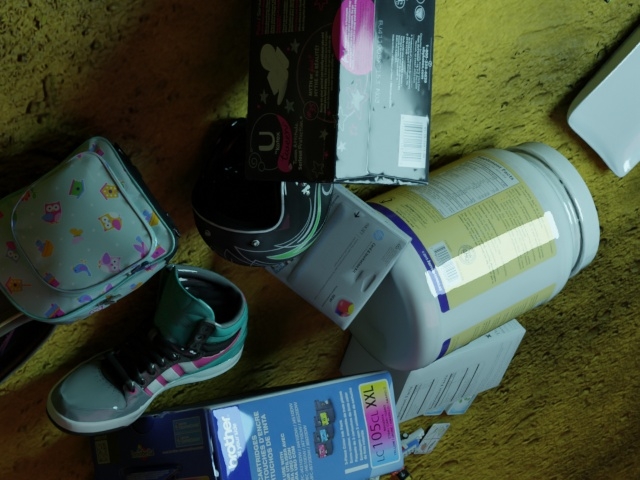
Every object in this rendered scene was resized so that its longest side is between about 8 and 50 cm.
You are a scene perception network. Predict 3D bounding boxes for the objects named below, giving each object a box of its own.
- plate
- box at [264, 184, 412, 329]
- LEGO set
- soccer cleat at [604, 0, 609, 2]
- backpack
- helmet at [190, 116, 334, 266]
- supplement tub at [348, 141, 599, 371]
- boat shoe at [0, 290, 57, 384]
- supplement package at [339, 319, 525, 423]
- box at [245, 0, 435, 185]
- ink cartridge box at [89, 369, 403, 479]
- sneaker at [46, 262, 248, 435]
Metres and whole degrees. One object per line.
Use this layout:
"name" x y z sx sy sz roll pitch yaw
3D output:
"plate" 0.507 -0.249 2.082 0.278 0.045 0.277 -48 147 8
"box" 0.000 0.000 1.711 0.145 0.186 0.038 -55 173 17
"LEGO set" 0.182 0.354 2.413 0.182 0.060 0.244 6 124 -45
"soccer cleat" 0.378 -0.385 1.792 0.072 0.060 0.179 -52 153 -3
"backpack" -0.264 -0.001 1.437 0.188 0.166 0.144 -34 -179 2
"helmet" -0.069 -0.048 1.603 0.169 0.169 0.161 10 106 -51
"supplement tub" 0.197 0.013 1.876 0.331 0.241 0.241 -25 143 -26
"boat shoe" -0.417 0.155 1.528 0.305 0.091 0.109 -46 147 5
"supplement package" 0.176 0.173 2.125 0.244 0.139 0.134 -15 139 -36
"box" 0.023 -0.185 1.467 0.163 0.142 0.247 0 94 -46
"ink cartridge box" -0.122 0.283 1.812 0.395 0.151 0.270 -4 172 -44
"sneaker" -0.202 0.125 1.686 0.295 0.124 0.178 -26 149 -37
